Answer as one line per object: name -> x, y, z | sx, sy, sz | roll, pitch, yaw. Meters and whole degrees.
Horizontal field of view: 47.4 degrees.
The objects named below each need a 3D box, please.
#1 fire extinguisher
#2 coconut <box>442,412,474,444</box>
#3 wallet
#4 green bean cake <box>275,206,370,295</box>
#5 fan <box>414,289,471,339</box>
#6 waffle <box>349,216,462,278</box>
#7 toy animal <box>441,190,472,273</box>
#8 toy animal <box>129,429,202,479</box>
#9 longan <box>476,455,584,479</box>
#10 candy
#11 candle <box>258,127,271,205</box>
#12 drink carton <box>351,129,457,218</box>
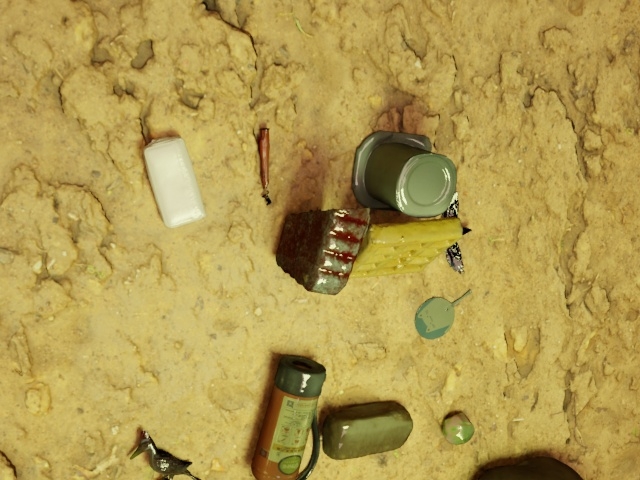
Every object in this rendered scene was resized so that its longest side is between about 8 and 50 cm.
fire extinguisher -> -0.060, 0.467, 1.721 | 0.200, 0.113, 0.376 | 13, 100, -24
coconut -> 0.360, 0.496, 1.910 | 0.082, 0.081, 0.083 | -22, 124, -1
wallet -> -0.304, -0.122, 1.506 | 0.095, 0.033, 0.190 | -21, 112, -16
green bean cake -> 0.000, 0.000, 1.547 | 0.097, 0.233, 0.198 | 13, 96, -28
fan -> 0.313, 0.178, 1.840 | 0.175, 0.005, 0.113 | -36, 114, -8
waffle -> 0.167, 0.021, 1.620 | 0.221, 0.248, 0.055 | -6, 71, -21
toy animal -> 0.314, -0.015, 1.765 | 0.108, 0.062, 0.220 | -23, 112, -33
toy animal -> -0.356, 0.508, 1.658 | 0.105, 0.070, 0.202 | -38, 113, -21
longan -> 0.566, 0.768, 1.932 | 0.405, 0.336, 0.404 | 9, 64, -19
candy -> 0.114, 0.462, 1.784 | 0.234, 0.102, 0.104 | 0, 104, -27
candle -> -0.120, -0.158, 1.572 | 0.026, 0.021, 0.167 | -3, 108, -10
drink carton -> 0.189, -0.132, 1.610 | 0.191, 0.189, 0.185 | 5, 107, -21
